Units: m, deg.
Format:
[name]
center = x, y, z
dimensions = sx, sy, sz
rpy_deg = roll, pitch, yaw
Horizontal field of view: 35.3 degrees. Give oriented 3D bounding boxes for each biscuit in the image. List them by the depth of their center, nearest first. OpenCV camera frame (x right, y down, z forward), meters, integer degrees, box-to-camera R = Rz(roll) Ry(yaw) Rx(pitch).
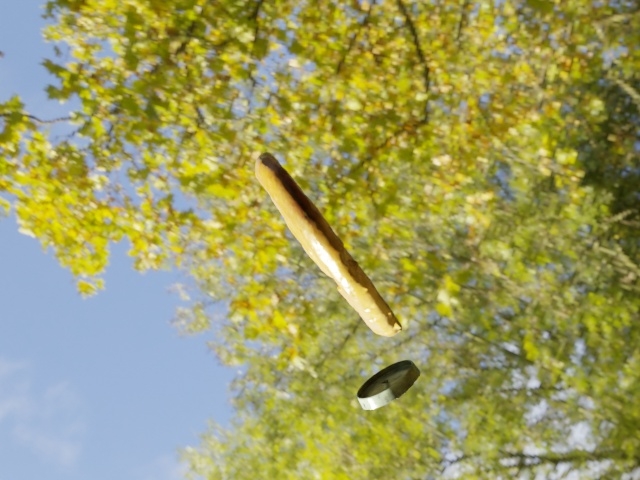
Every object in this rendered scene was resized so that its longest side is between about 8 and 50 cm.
[biscuit]
center = -0.001, 0.001, 0.966
dimensions = 0.033, 0.224, 0.144
rpy_deg = -38, -13, -1

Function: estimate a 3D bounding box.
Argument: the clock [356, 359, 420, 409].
[clock]
center = 0.082, 0.175, 1.223
dimensions = 0.085, 0.085, 0.017
rpy_deg = -36, -81, -25
